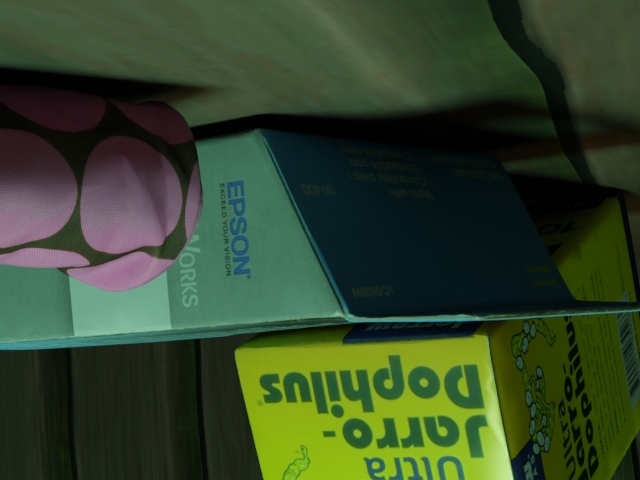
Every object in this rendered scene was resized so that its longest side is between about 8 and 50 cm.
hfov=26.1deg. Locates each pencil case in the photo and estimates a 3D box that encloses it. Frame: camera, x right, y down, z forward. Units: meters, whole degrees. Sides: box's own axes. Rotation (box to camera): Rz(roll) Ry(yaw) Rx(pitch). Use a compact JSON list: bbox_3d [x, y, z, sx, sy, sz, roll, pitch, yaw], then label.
[{"bbox_3d":[-0.152,-0.018,0.543,0.209,0.095,0.098,2,138,-40],"label":"pencil case"}]

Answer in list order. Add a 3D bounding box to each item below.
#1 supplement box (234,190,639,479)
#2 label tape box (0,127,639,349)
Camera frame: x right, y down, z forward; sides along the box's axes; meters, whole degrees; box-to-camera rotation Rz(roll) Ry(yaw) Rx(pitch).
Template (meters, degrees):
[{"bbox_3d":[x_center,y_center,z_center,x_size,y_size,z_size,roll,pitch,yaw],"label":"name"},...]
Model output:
[{"bbox_3d":[0.116,0.105,1.073,0.194,0.195,0.356,-6,-166,28],"label":"supplement box"},{"bbox_3d":[0.000,0.000,0.789,0.334,0.106,0.241,-7,176,36],"label":"label tape box"}]
